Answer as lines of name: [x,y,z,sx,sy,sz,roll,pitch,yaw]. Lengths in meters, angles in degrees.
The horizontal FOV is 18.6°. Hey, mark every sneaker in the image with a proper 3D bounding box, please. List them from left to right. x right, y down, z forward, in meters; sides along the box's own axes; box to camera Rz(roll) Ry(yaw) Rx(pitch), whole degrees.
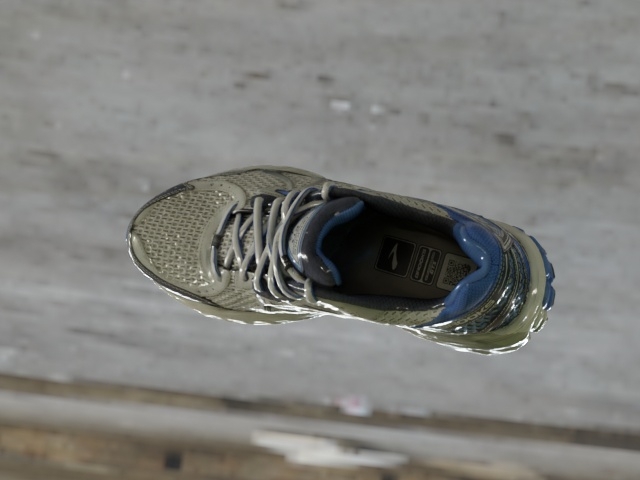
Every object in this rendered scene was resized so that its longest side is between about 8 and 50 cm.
sneaker: [0.000,0.000,0.586,0.135,0.052,0.058,6,172,20]
